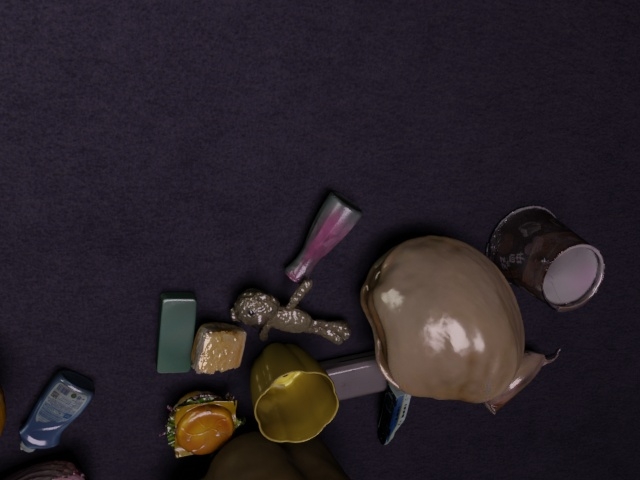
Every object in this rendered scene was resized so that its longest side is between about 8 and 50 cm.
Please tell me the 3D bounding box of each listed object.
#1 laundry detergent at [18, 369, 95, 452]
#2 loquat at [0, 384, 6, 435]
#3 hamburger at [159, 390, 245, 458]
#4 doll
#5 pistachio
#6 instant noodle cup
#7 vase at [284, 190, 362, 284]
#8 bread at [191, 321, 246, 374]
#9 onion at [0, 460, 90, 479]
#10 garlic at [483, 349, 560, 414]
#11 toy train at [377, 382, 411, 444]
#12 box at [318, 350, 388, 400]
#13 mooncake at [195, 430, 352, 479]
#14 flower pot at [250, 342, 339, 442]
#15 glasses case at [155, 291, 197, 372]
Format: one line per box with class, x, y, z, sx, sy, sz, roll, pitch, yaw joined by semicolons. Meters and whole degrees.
laundry detergent;-0.581;0.380;1.506;0.096;0.061;0.206;35;98;-30
loquat;-0.729;0.318;1.321;0.274;0.275;0.275;-7;114;-16
hamburger;-0.270;0.418;1.611;0.189;0.093;0.164;10;111;-22
doll;-0.070;0.186;1.592;0.202;0.091;0.286;-17;144;22
pistachio;0.287;0.197;1.622;0.365;0.281;0.445;-43;100;-7
instant noodle cup;0.545;0.049;1.674;0.217;0.207;0.218;-8;115;-17
vase;0.000;0.000;1.539;0.086;0.086;0.214;28;105;-27
bread;-0.230;0.235;1.547;0.125;0.082;0.106;5;96;-42
onion;-0.638;0.581;1.554;0.250;0.111;0.248;-21;140;-21
garlic;0.539;0.349;1.868;0.266;0.148;0.129;-32;82;1
toy train;0.185;0.444;1.775;0.051;0.052;0.234;-13;135;-19
box;0.100;0.333;1.725;0.243;0.055;0.103;-9;115;-16
mooncake;-0.128;0.678;1.640;0.466;0.262;0.467;-20;129;-26
flower pot;-0.073;0.332;1.594;0.195;0.179;0.195;-7;114;-15
glasses case;-0.318;0.203;1.534;0.077;0.039;0.184;2;111;-19
